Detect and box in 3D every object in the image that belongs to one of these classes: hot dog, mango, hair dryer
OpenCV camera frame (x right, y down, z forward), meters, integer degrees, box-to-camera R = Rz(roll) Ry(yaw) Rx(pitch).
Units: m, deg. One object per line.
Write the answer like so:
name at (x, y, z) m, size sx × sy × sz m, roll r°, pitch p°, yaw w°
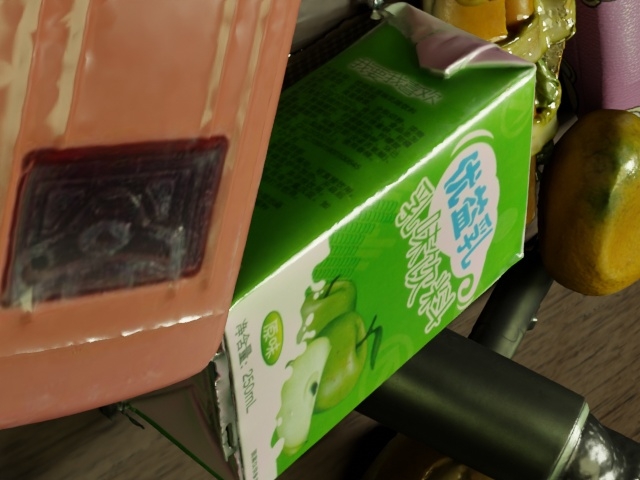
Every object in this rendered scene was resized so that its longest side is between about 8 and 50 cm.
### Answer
hot dog at (0.112, -0.115, 0.998) m, size 0.109 × 0.072 × 0.269 m, roll -33°, pitch 134°, yaw -33°
mango at (0.192, -0.031, 1.086) m, size 0.165 × 0.089 × 0.115 m, roll 83°, pitch 16°, yaw -47°
hair dryer at (0.149, 0.070, 1.095) m, size 0.248 × 0.196 × 0.078 m, roll -55°, pitch 168°, yaw -49°

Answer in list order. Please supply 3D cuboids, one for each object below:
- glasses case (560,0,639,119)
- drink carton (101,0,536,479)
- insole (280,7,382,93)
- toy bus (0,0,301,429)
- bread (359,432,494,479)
glasses case at (0.204, -0.198, 1.053) m, size 0.123 × 0.076 × 0.316 m, roll -43°, pitch 141°, yaw -21°
drink carton at (0.000, 0.000, 0.887) m, size 0.271 × 0.108 × 0.161 m, roll -39°, pitch 144°, yaw -32°
insole at (-0.038, -0.064, 0.894) m, size 0.253 × 0.005 × 0.086 m, roll -36°, pitch 137°, yaw -33°
toy bus at (-0.113, -0.159, 0.542) m, size 0.203 × 0.233 × 0.426 m, roll -9°, pitch 119°, yaw -49°
bread at (0.076, 0.237, 1.115) m, size 0.106 × 0.140 × 0.236 m, roll 5°, pitch 105°, yaw -49°
